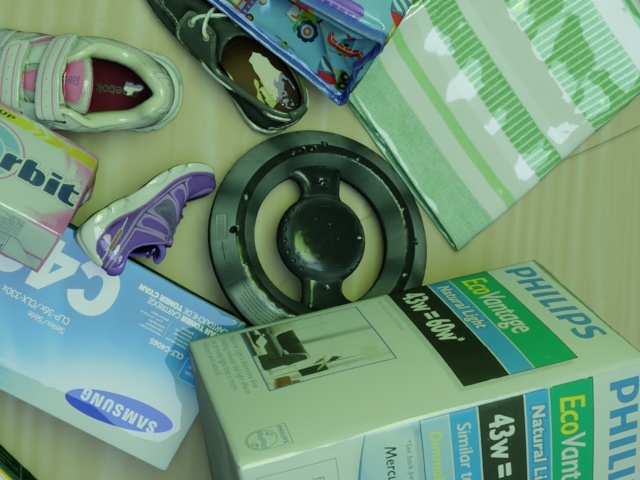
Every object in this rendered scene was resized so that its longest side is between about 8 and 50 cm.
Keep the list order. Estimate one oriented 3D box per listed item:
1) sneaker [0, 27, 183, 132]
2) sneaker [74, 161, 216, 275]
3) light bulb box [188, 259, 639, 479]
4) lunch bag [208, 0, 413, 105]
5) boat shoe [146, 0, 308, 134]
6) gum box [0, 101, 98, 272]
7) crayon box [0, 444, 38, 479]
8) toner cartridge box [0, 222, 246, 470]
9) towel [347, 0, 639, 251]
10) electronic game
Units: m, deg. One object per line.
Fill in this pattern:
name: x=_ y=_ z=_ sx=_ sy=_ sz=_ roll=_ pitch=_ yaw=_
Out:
sneaker: x=-0.247 y=-0.150 z=1.051 sx=0.252 sy=0.111 sz=0.103 roll=-2 pitch=95 yaw=-14
sneaker: x=-0.158 y=-0.018 z=1.079 sx=0.170 sy=0.068 sz=0.071 roll=-38 pitch=95 yaw=-42
light bulb box: x=0.094 y=0.249 z=1.065 sx=0.361 sy=0.225 sz=0.358 roll=-13 pitch=116 yaw=-12
lunch bag: x=-0.033 y=-0.311 z=1.076 sx=0.293 sy=0.138 sz=0.221 roll=32 pitch=67 yaw=-4
boat shoe: x=-0.094 y=-0.206 z=1.104 sx=0.084 sy=0.079 sz=0.233 roll=-40 pitch=98 yaw=-7
gum box: x=-0.293 y=-0.063 z=0.993 sx=0.188 sy=0.062 sz=0.107 roll=30 pitch=43 yaw=-15
crayon box: x=-0.443 y=0.284 z=1.050 sx=0.323 sy=0.083 sz=0.203 roll=-44 pitch=103 yaw=-8
toner cartridge box: x=-0.261 y=0.065 z=1.083 sx=0.347 sy=0.075 sz=0.165 roll=30 pitch=88 yaw=-15
towel: x=0.196 y=-0.185 z=1.199 sx=0.325 sy=0.038 sz=0.248 roll=-40 pitch=103 yaw=-8
electronic game: x=0.000 y=0.000 z=1.136 sx=0.229 sy=0.048 sz=0.229 roll=5 pitch=74 yaw=-19
